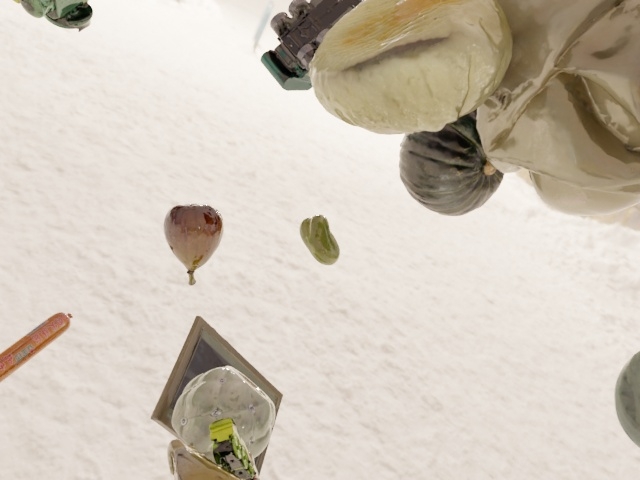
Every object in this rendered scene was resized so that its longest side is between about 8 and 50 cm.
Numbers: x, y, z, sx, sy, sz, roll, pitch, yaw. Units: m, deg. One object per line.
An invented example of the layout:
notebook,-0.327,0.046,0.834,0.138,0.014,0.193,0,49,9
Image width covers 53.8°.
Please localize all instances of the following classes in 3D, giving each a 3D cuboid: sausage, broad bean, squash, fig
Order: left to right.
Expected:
sausage,-0.678,0.258,1.400,0.053,0.053,0.348,31,37,8
fig,-0.181,0.009,0.900,0.089,0.125,0.089,2,10,0
broad bean,0.000,0.000,0.970,0.063,0.045,0.083,-16,80,-62
squash,0.227,-0.150,1.075,0.218,0.218,0.172,11,25,-37

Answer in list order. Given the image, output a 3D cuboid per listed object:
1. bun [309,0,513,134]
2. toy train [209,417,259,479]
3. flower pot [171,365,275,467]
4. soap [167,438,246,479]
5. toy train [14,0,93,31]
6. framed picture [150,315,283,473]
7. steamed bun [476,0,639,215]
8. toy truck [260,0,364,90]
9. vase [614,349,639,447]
bun,0.109,-0.212,0.780,0.153,0.244,0.243,62,2,-31
toy train,-0.147,0.418,1.167,0.053,0.249,0.085,-15,46,-1
flower pot,-0.229,0.425,1.533,0.246,0.195,0.246,39,-10,9
soap,-0.058,0.450,1.028,0.339,0.169,0.304,-5,74,-19
toy train,-0.478,-0.569,1.219,0.237,0.150,0.368,38,52,-8
framed picture,-0.274,0.473,1.815,0.446,0.028,0.325,52,39,-35
steamed bun,0.387,-0.202,0.806,0.343,0.367,0.255,-5,15,-26
toy truck,0.010,-0.378,1.129,0.114,0.253,0.124,53,7,17
vase,0.287,0.141,0.433,0.219,0.096,0.096,32,16,-31
